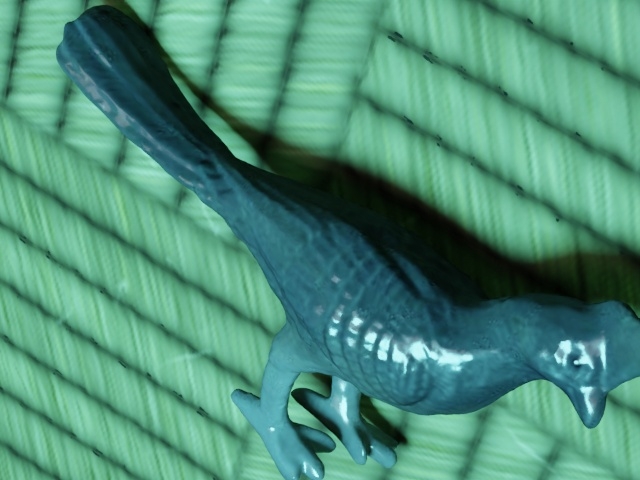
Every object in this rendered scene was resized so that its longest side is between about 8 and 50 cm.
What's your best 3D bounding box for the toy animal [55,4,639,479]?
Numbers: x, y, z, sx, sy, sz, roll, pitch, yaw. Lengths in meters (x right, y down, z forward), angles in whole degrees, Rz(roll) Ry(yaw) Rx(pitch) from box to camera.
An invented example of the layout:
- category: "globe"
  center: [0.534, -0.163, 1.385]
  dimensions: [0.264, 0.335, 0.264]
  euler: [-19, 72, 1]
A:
- category: "toy animal"
  center: [0.010, 0.035, 0.941]
  dimensions: [0.367, 0.081, 0.206]
  euler: [30, 134, 28]
